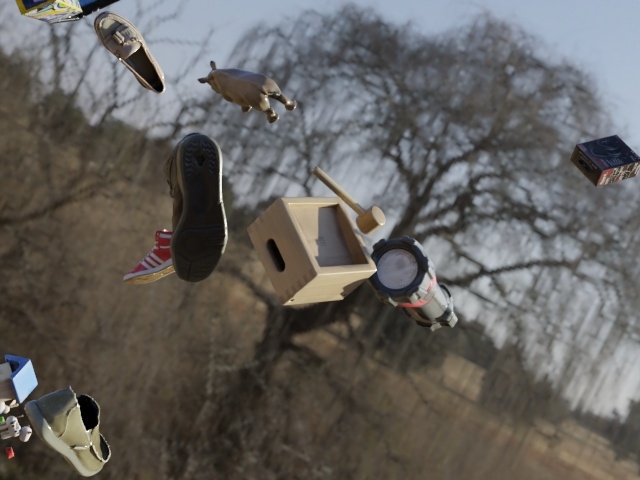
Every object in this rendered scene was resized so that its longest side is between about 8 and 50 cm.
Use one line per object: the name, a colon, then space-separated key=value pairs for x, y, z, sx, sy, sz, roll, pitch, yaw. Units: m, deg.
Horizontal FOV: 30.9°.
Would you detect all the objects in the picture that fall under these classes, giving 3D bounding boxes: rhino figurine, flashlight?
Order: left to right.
rhino figurine: x=-0.163 y=-0.306 z=2.322 sx=0.243 sy=0.073 sz=0.106 roll=24 pitch=-10 yaw=44
flashlight: x=0.143 y=0.073 z=1.810 sx=0.103 sy=0.103 sz=0.304 roll=-11 pitch=-15 yaw=10

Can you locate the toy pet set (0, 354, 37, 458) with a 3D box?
toy pet set: x=-0.416 y=0.213 z=1.580 sx=0.122 sy=0.065 sz=0.114 roll=-131 pitch=-151 yaw=-54

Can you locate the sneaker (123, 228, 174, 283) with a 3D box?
sneaker: x=-0.264 y=0.024 z=1.840 sx=0.118 sy=0.067 sz=0.042 roll=-21 pitch=-17 yaw=15

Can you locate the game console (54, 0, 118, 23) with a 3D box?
game console: x=-0.411 y=-0.438 z=1.888 sx=0.144 sy=0.085 sz=0.124 roll=64 pitch=28 yaw=-2

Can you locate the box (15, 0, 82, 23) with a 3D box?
box: x=-0.382 y=-0.342 z=1.609 sx=0.169 sy=0.054 sz=0.059 roll=-96 pitch=164 yaw=-84

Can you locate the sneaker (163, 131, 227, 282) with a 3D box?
sneaker: x=-0.192 y=-0.055 z=1.775 sx=0.087 sy=0.227 sz=0.130 roll=-3 pitch=12 yaw=-12

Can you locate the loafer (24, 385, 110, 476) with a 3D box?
loafer: x=-0.379 y=0.302 z=1.839 sx=0.094 sy=0.087 sz=0.251 roll=55 pitch=-6 yaw=25

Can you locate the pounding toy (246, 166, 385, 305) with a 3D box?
pounding toy: x=0.000 y=-0.008 z=1.664 sx=0.206 sy=0.094 sz=0.181 roll=-2 pitch=59 yaw=-47

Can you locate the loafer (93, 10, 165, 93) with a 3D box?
loafer: x=-0.232 y=-0.232 z=1.440 sx=0.125 sy=0.045 sz=0.039 roll=51 pitch=-1 yaw=-39

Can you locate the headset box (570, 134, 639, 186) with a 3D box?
headset box: x=0.395 y=-0.111 z=1.614 sx=0.083 sy=0.032 sz=0.062 roll=-13 pitch=48 yaw=-26
